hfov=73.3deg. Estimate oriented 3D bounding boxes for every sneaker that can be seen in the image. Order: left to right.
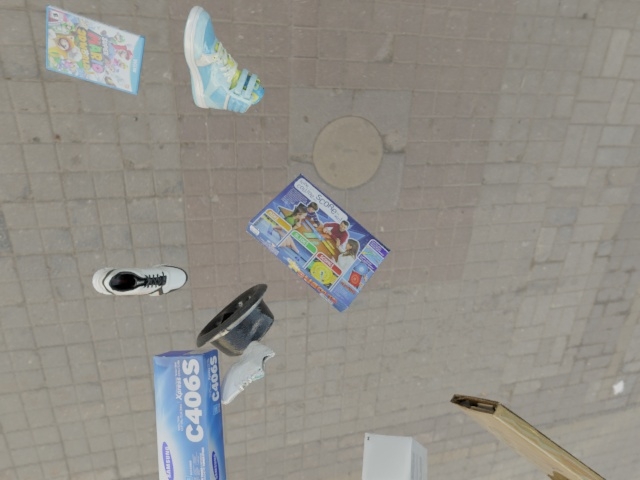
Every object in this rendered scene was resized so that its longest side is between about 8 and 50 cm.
[{"bbox_3d":[-0.209,0.050,0.517,0.109,0.044,0.040,-2,92,-42],"label":"sneaker"},{"bbox_3d":[-0.259,-0.492,1.215,0.208,0.127,0.319,14,154,-1],"label":"sneaker"},{"bbox_3d":[-0.215,0.399,1.286,0.094,0.212,0.080,17,141,22],"label":"sneaker"}]

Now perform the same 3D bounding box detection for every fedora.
[{"bbox_3d":[-0.291,0.314,1.594,0.334,0.334,0.152,-38,100,4],"label":"fedora"}]

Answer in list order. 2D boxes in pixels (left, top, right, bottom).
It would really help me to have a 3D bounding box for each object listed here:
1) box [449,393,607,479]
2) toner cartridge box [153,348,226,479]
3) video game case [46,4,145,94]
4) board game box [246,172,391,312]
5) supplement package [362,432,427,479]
[{"bbox_3d":[0.284,0.277,0.570,0.201,0.164,0.021,35,75,8],"label":"box"},{"bbox_3d":[-0.354,0.477,1.160,0.165,0.075,0.347,-8,84,21],"label":"toner cartridge box"},{"bbox_3d":[-0.437,-0.365,0.837,0.166,0.015,0.119,12,127,-20],"label":"video game case"},{"bbox_3d":[0.000,0.000,0.701,0.201,0.035,0.136,41,59,1],"label":"board game box"},{"bbox_3d":[0.219,0.647,1.236,0.139,0.133,0.244,-6,147,23],"label":"supplement package"}]
